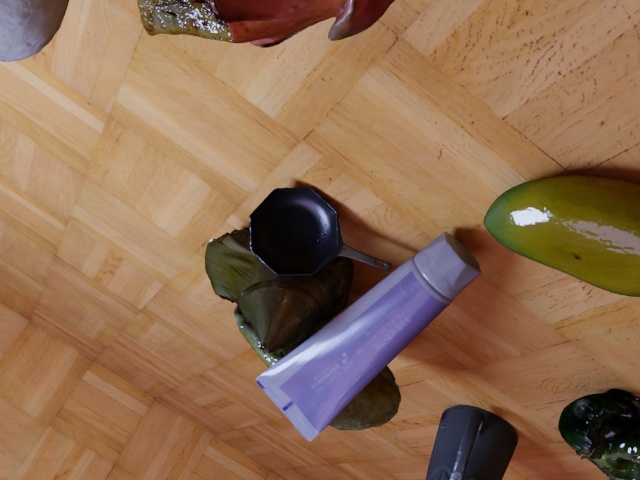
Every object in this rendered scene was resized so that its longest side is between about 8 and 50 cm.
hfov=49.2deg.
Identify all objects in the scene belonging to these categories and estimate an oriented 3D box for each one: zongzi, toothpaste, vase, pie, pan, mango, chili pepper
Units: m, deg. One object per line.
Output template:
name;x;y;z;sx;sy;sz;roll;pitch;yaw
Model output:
zongzi;-0.111;0.077;1.076;0.251;0.274;0.125;16;115;23
toothpaste;0.063;0.136;0.989;0.125;0.080;0.371;47;108;4
vase;0.263;0.456;1.323;0.156;0.301;0.251;16;139;21
pie;0.000;0.201;1.199;0.323;0.070;0.323;29;-166;-8
pie;-0.163;-0.270;0.819;0.170;0.034;0.092;17;150;31
pan;-0.011;0.012;1.028;0.202;0.128;0.048;44;-178;0
mango;0.300;-0.012;0.766;0.237;0.091;0.137;19;143;17
chili pepper;0.483;0.318;1.111;0.264;0.116;0.148;44;158;-23

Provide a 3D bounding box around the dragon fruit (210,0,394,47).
dragon fruit;0.001;-0.283;0.442;0.225;0.305;0.305;-20;138;2

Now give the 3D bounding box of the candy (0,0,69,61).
candy;-0.374;-0.358;0.619;0.386;0.186;0.427;55;154;-2
